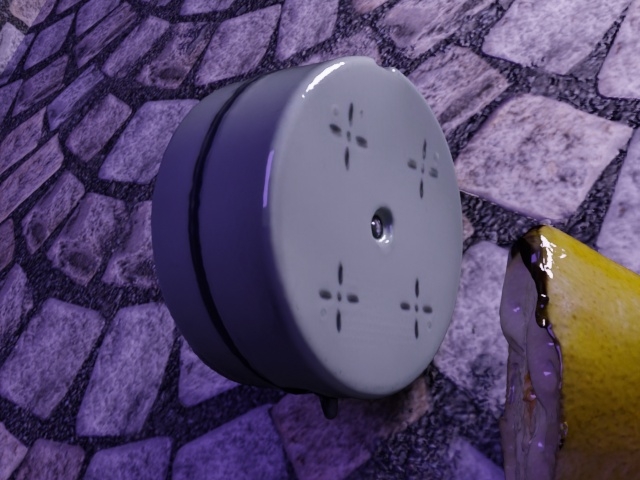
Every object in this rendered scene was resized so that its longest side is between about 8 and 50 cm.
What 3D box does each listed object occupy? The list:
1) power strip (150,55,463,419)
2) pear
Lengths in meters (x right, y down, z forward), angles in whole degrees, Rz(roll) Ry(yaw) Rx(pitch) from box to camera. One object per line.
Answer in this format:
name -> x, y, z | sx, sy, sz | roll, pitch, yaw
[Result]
power strip -> 0.000, 0.000, 0.751 | 0.161, 0.357, 0.357 | -3, 58, 39
pear -> 0.239, 0.120, 0.594 | 0.178, 0.267, 0.266 | 3, 56, 3
